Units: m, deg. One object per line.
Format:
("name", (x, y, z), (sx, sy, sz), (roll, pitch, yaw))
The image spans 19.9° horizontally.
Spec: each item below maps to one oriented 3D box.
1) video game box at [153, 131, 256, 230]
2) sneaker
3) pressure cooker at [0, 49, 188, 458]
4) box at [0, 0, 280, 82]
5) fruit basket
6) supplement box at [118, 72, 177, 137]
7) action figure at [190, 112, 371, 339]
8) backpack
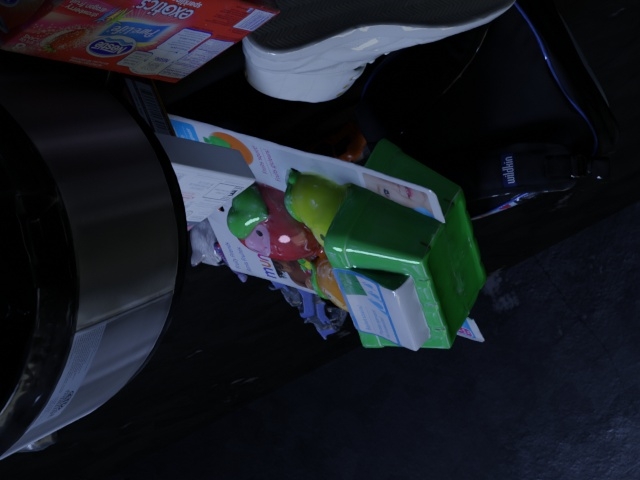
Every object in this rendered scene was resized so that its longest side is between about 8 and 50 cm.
("video game box", (-0.190, -0.035, 1.872), (0.187, 0.048, 0.205), (-38, 162, 18))
("sneaker", (0.055, -0.228, 1.916), (0.292, 0.108, 0.169), (-12, 166, -8))
("pressure cooker", (-0.315, 0.014, 1.586), (0.369, 0.376, 0.420), (-23, 180, 17))
("box", (-0.165, -0.224, 1.519), (0.128, 0.123, 0.257), (-32, 164, 25))
("fruit basket", (0.000, 0.000, 2.082), (0.353, 0.165, 0.327), (11, 150, 22))
("supplement box", (-0.250, -0.088, 1.912), (0.188, 0.104, 0.081), (-29, 164, 19))
("action figure", (-0.011, -0.034, 2.362), (0.330, 0.179, 0.341), (-20, 141, 4))
("backpack", (0.187, -0.156, 2.112), (0.263, 0.277, 0.213), (-28, 179, 28))
